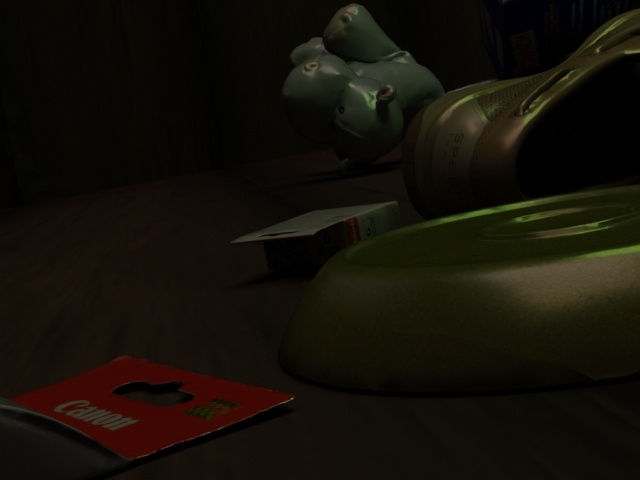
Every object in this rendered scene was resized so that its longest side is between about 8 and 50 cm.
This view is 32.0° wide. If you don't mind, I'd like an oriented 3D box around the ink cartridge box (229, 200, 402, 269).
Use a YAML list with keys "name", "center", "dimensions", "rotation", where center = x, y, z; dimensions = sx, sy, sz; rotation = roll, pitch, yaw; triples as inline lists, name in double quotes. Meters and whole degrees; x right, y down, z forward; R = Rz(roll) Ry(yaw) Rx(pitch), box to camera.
- name: "ink cartridge box"
  center: [0.000, 0.000, 0.704]
  dimensions: [0.063, 0.029, 0.115]
  rotation: [-6, 9, 30]

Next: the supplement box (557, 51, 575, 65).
- name: "supplement box"
  center: [0.378, -0.196, 1.448]
  dimensions: [0.114, 0.111, 0.220]
  rotation: [-9, 7, 7]

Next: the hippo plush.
- name: "hippo plush"
  center: [0.054, -0.171, 1.594]
  dimensions: [0.294, 0.234, 0.236]
  rotation: [31, 35, 4]

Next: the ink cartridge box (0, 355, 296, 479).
- name: "ink cartridge box"
  center: [-0.121, 0.053, 0.371]
  dimensions: [0.179, 0.045, 0.145]
  rotation: [-17, 10, -32]

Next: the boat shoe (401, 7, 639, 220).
- name: "boat shoe"
  center: [0.218, -0.085, 0.771]
  dimensions: [0.341, 0.122, 0.110]
  rotation: [-26, 18, -29]

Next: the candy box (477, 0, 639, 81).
- name: "candy box"
  center: [0.377, -0.352, 1.525]
  dimensions: [0.317, 0.122, 0.268]
  rotation: [-21, -22, 3]

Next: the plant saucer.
- name: "plant saucer"
  center: [0.098, 0.008, 0.445]
  dimensions: [0.241, 0.037, 0.241]
  rotation: [-11, 7, 1]
